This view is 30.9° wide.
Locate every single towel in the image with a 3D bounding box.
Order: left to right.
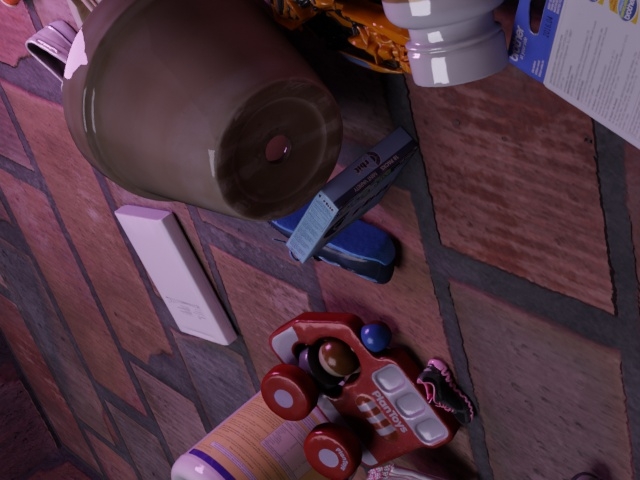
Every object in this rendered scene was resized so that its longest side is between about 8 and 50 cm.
[{"bbox_3d":[0.165,0.425,2.007,0.144,0.029,0.197,17,163,-7],"label":"towel"}]

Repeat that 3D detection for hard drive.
[{"bbox_3d":[-0.298,0.070,2.392,0.203,0.040,0.308,9,131,53],"label":"hard drive"}]

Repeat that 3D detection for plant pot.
[{"bbox_3d":[-0.124,-0.163,1.488,0.280,0.323,0.323,36,150,45],"label":"plant pot"}]

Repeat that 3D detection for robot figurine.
[{"bbox_3d":[0.032,-0.298,1.380,0.291,0.085,0.211,26,142,41],"label":"robot figurine"}]

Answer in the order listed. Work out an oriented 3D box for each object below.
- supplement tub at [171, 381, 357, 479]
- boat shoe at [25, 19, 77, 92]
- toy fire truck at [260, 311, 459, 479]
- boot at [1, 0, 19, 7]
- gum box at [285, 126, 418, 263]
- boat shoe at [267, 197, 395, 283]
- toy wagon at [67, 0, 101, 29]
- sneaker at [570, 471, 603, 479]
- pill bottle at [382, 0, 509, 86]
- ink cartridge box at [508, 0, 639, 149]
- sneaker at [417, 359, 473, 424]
[{"bbox_3d":[-0.082,0.407,2.140,0.241,0.331,0.241,38,150,27],"label":"supplement tub"},{"bbox_3d":[-0.432,-0.292,2.109,0.267,0.088,0.096,47,153,10],"label":"boat shoe"},{"bbox_3d":[0.063,0.240,1.939,0.254,0.169,0.302,-33,96,39],"label":"toy fire truck"},{"bbox_3d":[-0.615,-0.507,2.174,0.158,0.059,0.084,52,158,-2],"label":"boot"},{"bbox_3d":[0.040,-0.060,1.577,0.041,0.157,0.184,48,153,7],"label":"gum box"},{"bbox_3d":[0.000,0.000,1.773,0.258,0.109,0.089,35,152,35],"label":"boat shoe"},{"bbox_3d":[-0.315,-0.388,1.836,0.267,0.068,0.344,50,152,4],"label":"toy wagon"},{"bbox_3d":[0.359,0.419,1.723,0.106,0.101,0.267,37,149,31],"label":"sneaker"},{"bbox_3d":[0.121,-0.280,1.173,0.131,0.131,0.229,13,123,51],"label":"pill bottle"},{"bbox_3d":[0.325,-0.169,1.104,0.311,0.065,0.186,37,150,23],"label":"ink cartridge box"},{"bbox_3d":[0.193,0.247,1.822,0.119,0.057,0.047,55,151,-8],"label":"sneaker"}]
